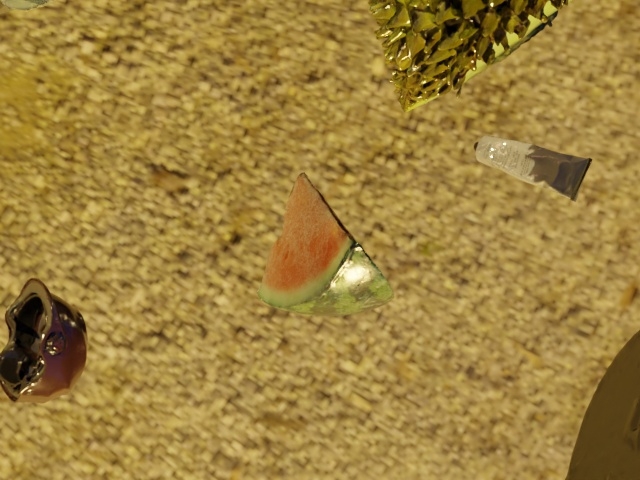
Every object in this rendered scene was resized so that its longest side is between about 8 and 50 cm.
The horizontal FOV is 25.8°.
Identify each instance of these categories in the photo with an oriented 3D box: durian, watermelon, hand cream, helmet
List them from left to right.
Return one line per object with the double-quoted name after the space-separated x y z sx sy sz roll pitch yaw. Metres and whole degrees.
-0.264 0.102 1.359 0.070 0.098 0.123 17 96 -38 "helmet"
-0.006 0.021 1.780 0.136 0.207 0.202 -38 78 -19 "watermelon"
0.088 -0.156 0.660 0.095 0.221 0.137 3 68 -48 "durian"
0.140 -0.052 0.928 0.019 0.093 0.030 13 98 -50 "hand cream"

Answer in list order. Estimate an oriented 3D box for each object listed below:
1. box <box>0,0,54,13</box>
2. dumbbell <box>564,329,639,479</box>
-0.288 -0.366 1.463 0.220 0.166 0.290 56 41 -2 "box"
0.316 0.169 0.776 0.323 0.204 0.203 20 94 -14 "dumbbell"
